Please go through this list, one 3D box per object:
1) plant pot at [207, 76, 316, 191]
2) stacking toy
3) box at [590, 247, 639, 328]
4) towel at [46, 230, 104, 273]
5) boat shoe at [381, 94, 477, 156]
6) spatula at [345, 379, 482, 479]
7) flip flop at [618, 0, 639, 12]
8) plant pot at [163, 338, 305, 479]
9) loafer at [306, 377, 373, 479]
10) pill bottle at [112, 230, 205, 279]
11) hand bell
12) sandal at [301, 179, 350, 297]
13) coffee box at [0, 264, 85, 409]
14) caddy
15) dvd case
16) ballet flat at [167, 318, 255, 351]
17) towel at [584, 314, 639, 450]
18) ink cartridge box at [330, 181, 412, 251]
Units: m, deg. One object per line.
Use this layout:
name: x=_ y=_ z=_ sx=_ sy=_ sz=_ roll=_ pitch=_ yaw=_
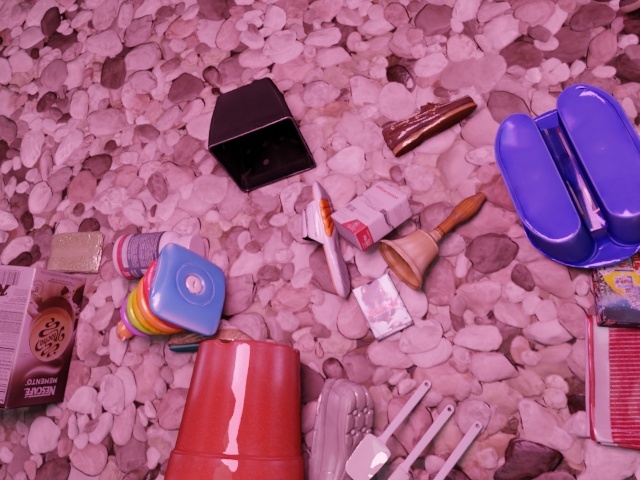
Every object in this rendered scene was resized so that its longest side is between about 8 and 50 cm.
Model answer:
plant pot: x=-0.137 y=-0.249 z=1.097 sx=0.188 sy=0.187 sz=0.166 roll=-18 pitch=62 yaw=9
stacking toy: x=-0.361 y=0.148 z=1.057 sx=0.302 sy=0.166 sz=0.175 roll=-29 pitch=44 yaw=33
box: x=0.630 y=0.082 z=0.894 sx=0.233 sy=0.044 sz=0.159 roll=2 pitch=67 yaw=13
towel: x=-0.608 y=0.029 z=1.212 sx=0.148 sy=0.027 sz=0.109 roll=-2 pitch=76 yaw=12
boat shoe: x=0.234 y=-0.264 z=1.063 sx=0.207 sy=0.073 sz=0.073 roll=-28 pitch=75 yaw=5
spatula: x=0.180 y=0.386 z=0.909 sx=0.168 sy=0.019 sz=0.242 roll=38 pitch=66 yaw=19
flip flop: x=0.758 y=-0.513 z=0.994 sx=0.277 sy=0.112 sz=0.080 roll=-21 pitch=99 yaw=5
plant pot: x=-0.147 y=0.334 z=0.929 sx=0.273 sy=0.272 sz=0.264 roll=-1 pitch=69 yaw=13
loafer: x=0.027 y=0.429 z=0.946 sx=0.112 sy=0.112 sz=0.319 roll=4 pitch=81 yaw=51
pill bottle: x=-0.364 y=0.032 z=1.113 sx=0.180 sy=0.108 sz=0.107 roll=-5 pitch=76 yaw=12
hand bell: x=0.250 y=-0.020 z=1.004 sx=0.242 sy=0.126 sz=0.126 roll=-37 pitch=72 yaw=-11
sandal: x=-0.003 y=-0.001 z=1.043 sx=0.076 sy=0.102 sz=0.265 roll=-16 pitch=75 yaw=14
coffee box: x=-0.660 y=0.216 z=1.108 sx=0.119 sy=0.168 sz=0.296 roll=3 pitch=79 yaw=14
caddy: x=0.479 y=-0.118 z=0.921 sx=0.242 sy=0.179 sz=0.340 roll=-24 pitch=64 yaw=25
dvd case: x=0.131 y=0.139 z=1.026 sx=0.087 sy=0.013 sz=0.119 roll=-27 pitch=74 yaw=6
ballet flat: x=-0.236 y=0.205 z=1.068 sx=0.207 sy=0.073 sz=0.067 roll=-2 pitch=63 yaw=9
towel: x=0.654 y=0.259 z=0.867 sx=0.330 sy=0.037 sz=0.236 roll=3 pitch=77 yaw=14
ink cartridge box: x=0.106 y=-0.052 z=1.017 sx=0.135 sy=0.056 sz=0.099 roll=-35 pitch=38 yaw=-11
